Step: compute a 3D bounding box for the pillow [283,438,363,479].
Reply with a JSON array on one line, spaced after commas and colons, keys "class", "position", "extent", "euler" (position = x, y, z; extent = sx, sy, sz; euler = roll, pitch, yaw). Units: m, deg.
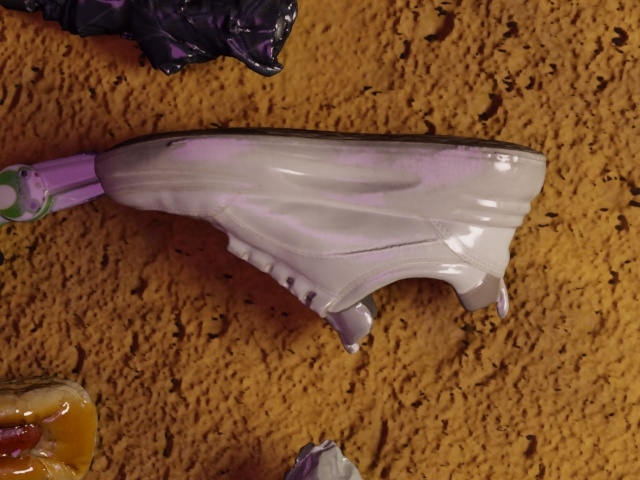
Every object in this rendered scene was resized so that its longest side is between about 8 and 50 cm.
[{"class": "pillow", "position": [0.014, 0.333, 1.264], "extent": [0.310, 0.138, 0.283], "euler": [41, 95, 8]}]

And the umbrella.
[{"class": "umbrella", "position": [-0.128, -0.163, 1.316], "extent": [0.224, 0.071, 0.080], "euler": [11, 52, 12]}]

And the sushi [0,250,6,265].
[{"class": "sushi", "position": [-0.349, -0.025, 1.337], "extent": [0.192, 0.050, 0.215], "euler": [-32, 81, 9]}]

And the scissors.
[{"class": "scissors", "position": [-0.224, -0.033, 1.347], "extent": [0.204, 0.027, 0.101], "euler": [-13, 90, 9]}]

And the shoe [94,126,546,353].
[{"class": "shoe", "position": [0.000, 0.000, 1.276], "extent": [0.316, 0.124, 0.159], "euler": [0, 97, 7]}]

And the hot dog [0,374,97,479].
[{"class": "hot dog", "position": [-0.281, 0.143, 1.299], "extent": [0.242, 0.073, 0.084], "euler": [1, 95, -12]}]
